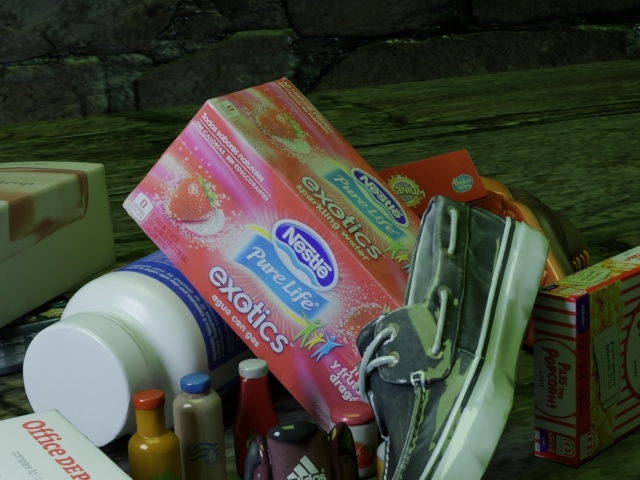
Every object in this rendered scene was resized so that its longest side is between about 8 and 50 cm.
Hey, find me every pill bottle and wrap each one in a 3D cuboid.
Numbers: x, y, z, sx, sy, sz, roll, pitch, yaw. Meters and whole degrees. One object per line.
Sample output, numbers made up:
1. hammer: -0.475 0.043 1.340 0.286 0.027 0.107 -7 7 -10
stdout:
1. pill bottle: -0.144 0.089 1.225 0.152 0.152 0.272 5 16 28

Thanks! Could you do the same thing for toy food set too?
1. toy food set: -0.034 0.152 1.054 0.232 0.104 0.111 -4 15 -5

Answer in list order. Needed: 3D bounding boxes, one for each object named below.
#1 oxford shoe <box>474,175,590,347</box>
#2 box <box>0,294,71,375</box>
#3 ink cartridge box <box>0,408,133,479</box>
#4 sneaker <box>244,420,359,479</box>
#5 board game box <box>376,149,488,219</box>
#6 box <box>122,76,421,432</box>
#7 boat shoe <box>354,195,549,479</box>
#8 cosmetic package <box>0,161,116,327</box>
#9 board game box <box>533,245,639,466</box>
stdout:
1. oxford shoe: 0.251 0.019 1.483 0.133 0.129 0.363 12 21 -10
2. box: -0.376 0.101 1.427 0.220 0.051 0.175 -12 17 -31
3. ink cartridge box: -0.260 0.213 0.845 0.273 0.114 0.198 -11 16 -28
4. sneaker: -0.013 0.195 0.768 0.107 0.162 0.281 -5 14 -6
5. board game box: 0.000 0.000 1.494 0.317 0.064 0.242 -16 -12 -43
6. box: -0.005 0.014 1.187 0.300 0.142 0.154 48 29 8
7. boat shoe: 0.080 0.100 1.004 0.119 0.121 0.335 23 45 -1
8. cosmetic package: -0.358 0.002 1.441 0.153 0.129 0.296 0 13 17
9. board game box: 0.254 0.092 1.147 0.045 0.146 0.194 10 20 42
